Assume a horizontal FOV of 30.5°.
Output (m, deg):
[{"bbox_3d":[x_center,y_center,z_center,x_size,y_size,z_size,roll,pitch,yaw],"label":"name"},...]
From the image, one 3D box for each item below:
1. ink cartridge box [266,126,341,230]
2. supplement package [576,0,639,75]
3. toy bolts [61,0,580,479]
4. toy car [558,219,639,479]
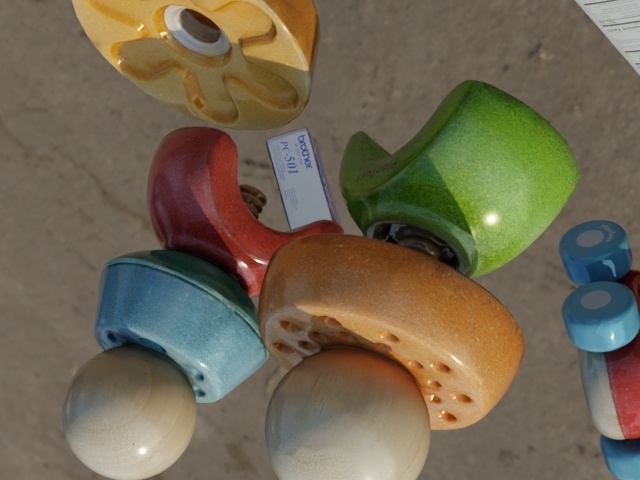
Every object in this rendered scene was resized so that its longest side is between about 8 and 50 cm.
[{"bbox_3d":[0.000,0.000,1.169,0.097,0.046,0.207,50,-157,-78],"label":"ink cartridge box"},{"bbox_3d":[0.499,-0.368,1.606,0.262,0.199,0.198,39,159,-30],"label":"supplement package"},{"bbox_3d":[-0.049,0.010,0.480,0.218,0.158,0.228,35,152,-18],"label":"toy bolts"},{"bbox_3d":[0.385,0.097,1.199,0.238,0.210,0.219,-12,121,18],"label":"toy car"}]
